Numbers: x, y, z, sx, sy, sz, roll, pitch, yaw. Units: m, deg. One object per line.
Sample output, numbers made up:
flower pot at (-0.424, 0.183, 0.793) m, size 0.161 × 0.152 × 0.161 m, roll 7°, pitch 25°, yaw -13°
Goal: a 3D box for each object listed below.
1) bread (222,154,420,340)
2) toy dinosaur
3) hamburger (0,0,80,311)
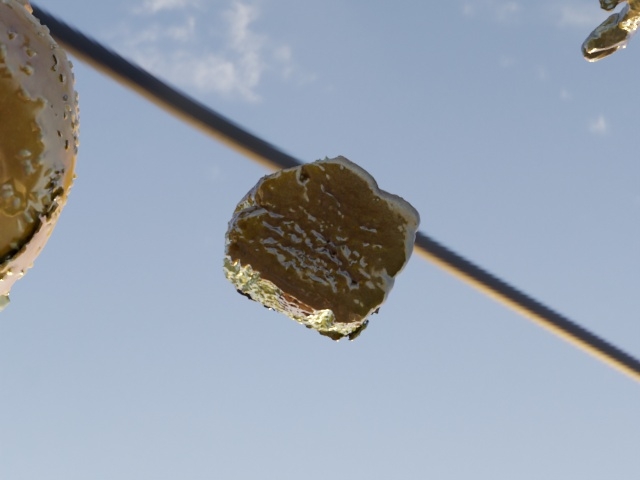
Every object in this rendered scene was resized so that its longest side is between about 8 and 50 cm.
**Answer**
bread at (0.000, 0.000, 0.857) m, size 0.140 × 0.128 × 0.069 m, roll 28°, pitch -22°, yaw -6°
toy dinosaur at (0.361, -0.266, 1.047) m, size 0.251 × 0.200 × 0.072 m, roll -42°, pitch -101°, yaw -3°
hamburger at (-0.203, -0.057, 0.546) m, size 0.182 × 0.191 × 0.118 m, roll 37°, pitch -13°, yaw -38°
